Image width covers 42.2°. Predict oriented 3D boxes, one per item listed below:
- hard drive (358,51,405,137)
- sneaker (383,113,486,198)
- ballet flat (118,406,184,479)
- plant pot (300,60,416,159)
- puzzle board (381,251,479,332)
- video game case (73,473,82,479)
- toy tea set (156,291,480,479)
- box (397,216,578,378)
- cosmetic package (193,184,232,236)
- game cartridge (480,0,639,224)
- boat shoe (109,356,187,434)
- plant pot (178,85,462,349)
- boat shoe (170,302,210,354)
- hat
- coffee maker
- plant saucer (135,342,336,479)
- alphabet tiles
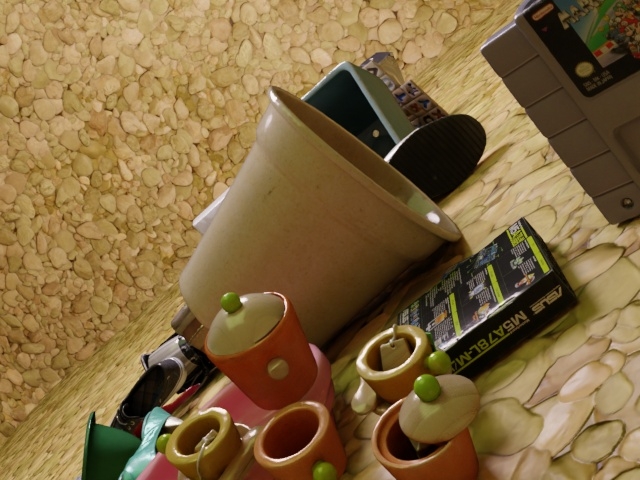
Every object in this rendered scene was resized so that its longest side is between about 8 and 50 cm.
[{"bbox_3d":[0.086,-0.248,1.903,0.339,0.236,0.064,-42,32,-28],"label":"hard drive"},{"bbox_3d":[0.138,-0.103,1.442,0.330,0.122,0.146,-40,12,9],"label":"sneaker"},{"bbox_3d":[-0.231,0.318,1.250,0.087,0.083,0.247,-17,13,5],"label":"ballet flat"},{"bbox_3d":[0.086,-0.180,1.673,0.248,0.247,0.252,-37,-13,28],"label":"plant pot"},{"bbox_3d":[0.138,0.067,1.028,0.128,0.011,0.096,-32,13,45],"label":"puzzle board"},{"bbox_3d":[-0.526,0.537,1.577,0.201,0.023,0.183,-39,10,19],"label":"video game case"},{"bbox_3d":[-0.008,0.121,0.721,0.336,0.124,0.200,-8,35,36],"label":"toy tea set"},{"bbox_3d":[0.158,0.068,0.845,0.184,0.045,0.190,-38,10,14],"label":"box"},{"bbox_3d":[-0.147,-0.035,1.972,0.225,0.224,0.138,-42,10,-3],"label":"cosmetic package"},{"bbox_3d":[0.313,-0.160,0.666,0.068,0.230,0.355,-49,11,-34],"label":"game cartridge"},{"bbox_3d":[-0.332,0.308,1.511,0.228,0.080,0.076,-49,-21,11],"label":"boat shoe"},{"bbox_3d":[-0.028,0.003,1.175,0.305,0.334,0.334,-51,8,12],"label":"plant pot"},{"bbox_3d":[-0.124,0.129,1.515,0.324,0.116,0.123,-25,-22,-46],"label":"boat shoe"},{"bbox_3d":[-0.305,0.374,1.410,0.173,0.184,0.208,-109,26,-64],"label":"hat"},{"bbox_3d":[-0.235,0.199,1.612,0.178,0.120,0.171,-39,9,16],"label":"coffee maker"},{"bbox_3d":[-0.102,0.258,0.930,0.332,0.084,0.332,-41,9,8],"label":"plant saucer"},{"bbox_3d":[0.169,-0.282,1.762,0.009,0.237,0.198,-56,14,-22],"label":"alphabet tiles"}]
